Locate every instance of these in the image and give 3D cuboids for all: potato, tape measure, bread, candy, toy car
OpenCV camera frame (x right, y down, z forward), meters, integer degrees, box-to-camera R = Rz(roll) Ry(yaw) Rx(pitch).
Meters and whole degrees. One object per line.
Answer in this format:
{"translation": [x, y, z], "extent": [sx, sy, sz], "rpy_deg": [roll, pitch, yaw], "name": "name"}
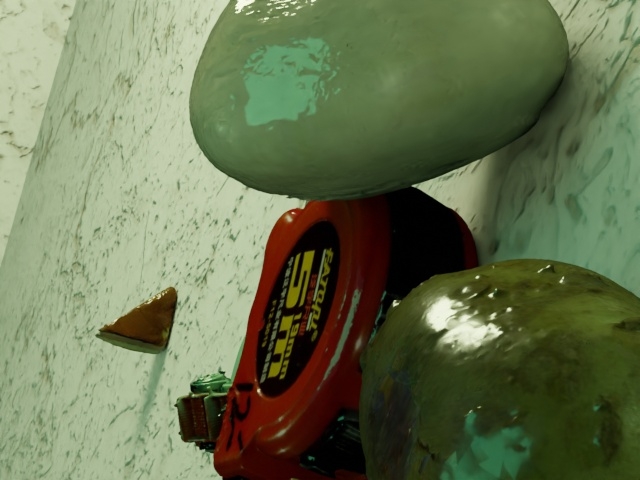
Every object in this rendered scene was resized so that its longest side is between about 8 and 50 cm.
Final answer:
{"translation": [0.117, 0.114, 1.129], "extent": [0.307, 0.173, 0.210], "rpy_deg": [-121, 49, -63], "name": "potato"}
{"translation": [0.024, 0.079, 1.544], "extent": [0.260, 0.114, 0.253], "rpy_deg": [-25, 49, 62], "name": "tape measure"}
{"translation": [-0.201, 0.103, 2.299], "extent": [0.062, 0.109, 0.043], "rpy_deg": [57, 153, 8], "name": "bread"}
{"translation": [0.031, -0.133, 1.453], "extent": [0.295, 0.295, 0.185], "rpy_deg": [-162, 52, -72], "name": "candy"}
{"translation": [-0.066, 0.153, 1.748], "extent": [0.143, 0.054, 0.073], "rpy_deg": [-6, 92, 48], "name": "toy car"}

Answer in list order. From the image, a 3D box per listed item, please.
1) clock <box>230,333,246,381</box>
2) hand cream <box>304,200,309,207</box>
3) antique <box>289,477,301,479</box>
{"translation": [-0.047, 0.133, 1.821], "extent": [0.135, 0.041, 0.101], "rpy_deg": [-176, 103, -71], "name": "clock"}
{"translation": [0.000, 0.000, 1.814], "extent": [0.067, 0.043, 0.210], "rpy_deg": [-58, 18, 34], "name": "hand cream"}
{"translation": [0.018, 0.263, 1.335], "extent": [0.148, 0.146, 0.152], "rpy_deg": [-54, 24, 40], "name": "antique"}
